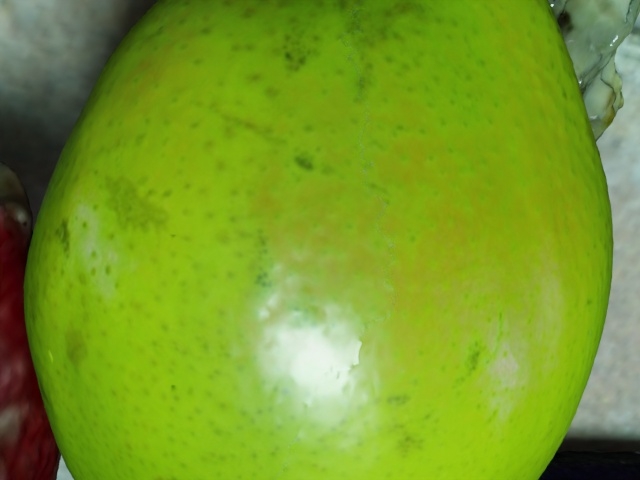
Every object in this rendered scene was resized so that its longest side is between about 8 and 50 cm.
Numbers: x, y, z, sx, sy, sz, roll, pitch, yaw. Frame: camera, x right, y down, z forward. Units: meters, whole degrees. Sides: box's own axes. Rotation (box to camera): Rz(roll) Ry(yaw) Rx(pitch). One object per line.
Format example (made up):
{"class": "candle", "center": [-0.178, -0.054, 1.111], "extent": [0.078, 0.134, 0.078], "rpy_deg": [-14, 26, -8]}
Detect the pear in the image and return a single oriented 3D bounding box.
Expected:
{"class": "pear", "center": [0.000, 0.000, 0.609], "extent": [0.187, 0.187, 0.219], "rpy_deg": [2, 112, -16]}

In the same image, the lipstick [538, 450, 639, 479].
{"class": "lipstick", "center": [0.068, 0.127, 0.827], "extent": [0.300, 0.081, 0.081], "rpy_deg": [1, 123, -17]}

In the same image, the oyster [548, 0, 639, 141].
{"class": "oyster", "center": [0.053, -0.035, 0.721], "extent": [0.133, 0.072, 0.209], "rpy_deg": [18, 115, -28]}

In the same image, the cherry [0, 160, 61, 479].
{"class": "cherry", "center": [-0.203, 0.083, 0.649], "extent": [0.300, 0.203, 0.230], "rpy_deg": [-45, 115, 3]}
